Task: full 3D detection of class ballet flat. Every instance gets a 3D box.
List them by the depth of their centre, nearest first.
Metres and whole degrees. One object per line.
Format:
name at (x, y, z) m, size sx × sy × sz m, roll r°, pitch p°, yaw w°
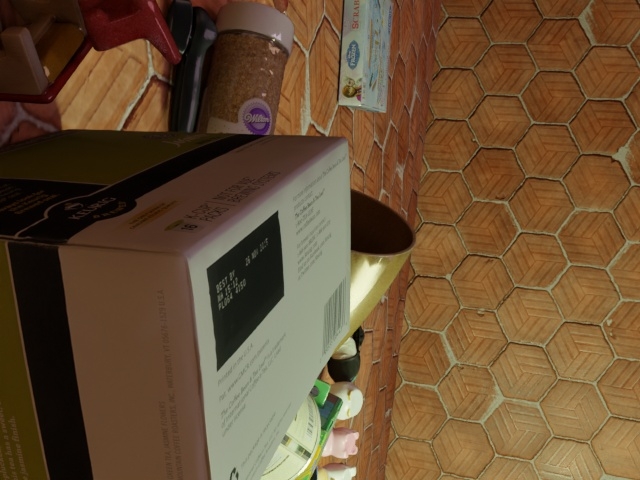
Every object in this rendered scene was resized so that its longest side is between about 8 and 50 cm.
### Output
ballet flat at (0.067, 0.298, 1.917) m, size 0.280 × 0.095 × 0.096 m, roll -70°, pitch 152°, yaw -68°

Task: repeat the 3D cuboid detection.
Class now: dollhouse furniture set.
dollhouse furniture set at (-0.165, -0.259, 0.706) m, size 0.152 × 0.201 × 0.374 m, roll 76°, pitch 25°, yaw -50°

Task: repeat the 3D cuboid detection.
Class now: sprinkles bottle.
sprinkles bottle at (-0.125, -0.169, 1.016) m, size 0.121 × 0.121 × 0.355 m, roll 36°, pitch 61°, yaw -71°

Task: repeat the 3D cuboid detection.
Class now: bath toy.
bath toy at (0.017, 0.536, 1.757) m, size 0.151 × 0.129 × 0.348 m, roll 20°, pitch 76°, yaw -56°

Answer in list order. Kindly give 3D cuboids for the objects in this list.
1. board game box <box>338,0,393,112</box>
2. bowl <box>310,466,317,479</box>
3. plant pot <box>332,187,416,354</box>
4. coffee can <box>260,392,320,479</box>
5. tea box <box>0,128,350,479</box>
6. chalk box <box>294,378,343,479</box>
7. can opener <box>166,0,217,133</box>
board game box at (0.127, -0.516, 1.840) m, size 0.318 × 0.066 × 0.318 m, roll -20°, pitch 115°, yaw -72°
bowl at (-0.093, 0.630, 1.502) m, size 0.391 × 0.077 × 0.391 m, roll 6°, pitch 90°, yaw -74°
plant pot at (-0.006, 0.065, 1.079) m, size 0.237 × 0.237 × 0.254 m, roll -48°, pitch 161°, yaw -63°
coffee can at (-0.124, 0.262, 1.035) m, size 0.275 × 0.202 × 0.201 m, roll 65°, pitch 35°, yaw -61°
tea box at (-0.170, 0.039, 0.578) m, size 0.329 × 0.324 × 0.220 m, roll -46°, pitch 139°, yaw -63°
chalk box at (-0.045, 0.371, 1.370) m, size 0.132 × 0.132 × 0.213 m, roll -43°, pitch 154°, yaw -67°
can opener at (-0.184, -0.233, 0.936) m, size 0.059 × 0.073 × 0.186 m, roll -154°, pitch -111°, yaw -66°
